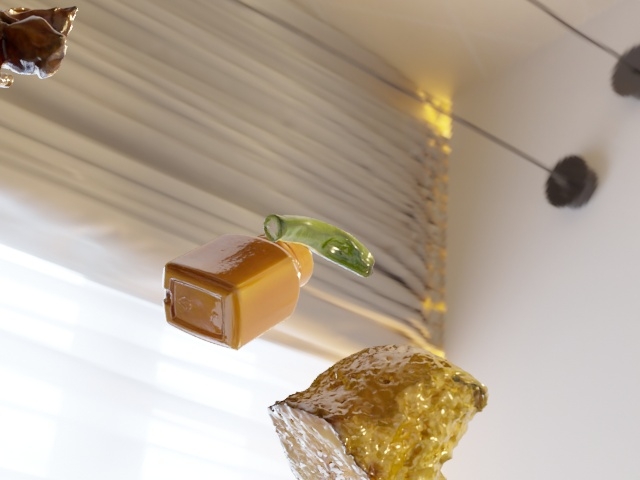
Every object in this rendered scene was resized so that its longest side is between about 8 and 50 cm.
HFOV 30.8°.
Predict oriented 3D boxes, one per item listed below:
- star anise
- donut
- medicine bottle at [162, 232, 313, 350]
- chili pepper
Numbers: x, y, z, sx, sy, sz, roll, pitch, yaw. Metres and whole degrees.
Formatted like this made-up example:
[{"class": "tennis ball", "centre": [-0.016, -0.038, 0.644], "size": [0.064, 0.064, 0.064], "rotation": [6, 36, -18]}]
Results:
[{"class": "star anise", "centre": [-0.342, -0.203, 1.196], "size": [0.196, 0.212, 0.111], "rotation": [31, -69, 48]}, {"class": "donut", "centre": [0.127, 0.298, 1.338], "size": [0.163, 0.435, 0.378], "rotation": [-42, -170, -21]}, {"class": "medicine bottle", "centre": [-0.114, 0.062, 1.741], "size": [0.149, 0.222, 0.112], "rotation": [18, -61, 31]}, {"class": "chili pepper", "centre": [0.000, 0.000, 1.610], "size": [0.050, 0.202, 0.052], "rotation": [24, -88, 47]}]
